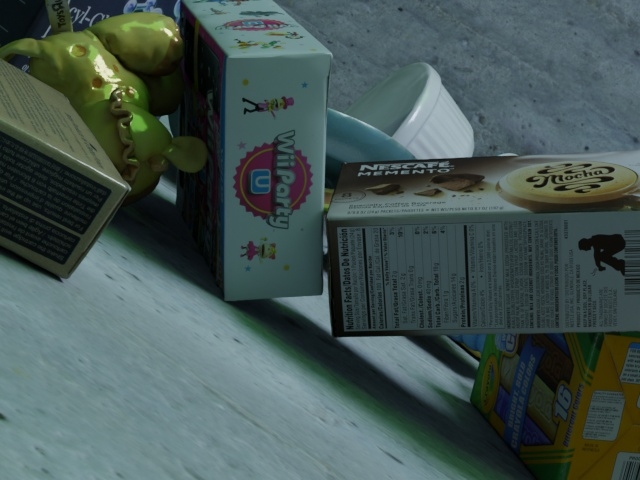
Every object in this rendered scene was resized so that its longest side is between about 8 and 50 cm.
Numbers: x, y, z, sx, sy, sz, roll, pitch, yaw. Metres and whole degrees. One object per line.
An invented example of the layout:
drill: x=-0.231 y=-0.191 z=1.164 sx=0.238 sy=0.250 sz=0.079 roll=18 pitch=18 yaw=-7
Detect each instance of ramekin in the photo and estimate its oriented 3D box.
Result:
ramekin: x=0.098 y=-0.112 z=2.116 sx=0.127 sy=0.273 sz=0.273 roll=44 pitch=4 yaw=-18

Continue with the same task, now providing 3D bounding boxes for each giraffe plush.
giraffe plush: x=-0.187 y=-0.107 z=1.357 sx=0.170 sy=0.181 sz=0.210 roll=63 pitch=2 yaw=26

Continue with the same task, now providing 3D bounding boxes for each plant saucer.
plant saucer: x=-0.033 y=-0.090 z=1.772 sx=0.318 sy=0.043 sz=0.317 roll=13 pitch=-17 yaw=4

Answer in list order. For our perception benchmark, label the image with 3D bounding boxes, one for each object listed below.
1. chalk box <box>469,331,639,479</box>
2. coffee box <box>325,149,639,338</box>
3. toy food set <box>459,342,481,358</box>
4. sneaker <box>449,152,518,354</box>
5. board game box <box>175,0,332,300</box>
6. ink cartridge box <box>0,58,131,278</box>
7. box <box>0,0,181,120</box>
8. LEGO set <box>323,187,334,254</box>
chalk box: x=0.272 y=0.120 z=1.479 sx=0.180 sy=0.179 sz=0.289 roll=7 pitch=18 yaw=-19
coffee box: x=0.160 y=0.001 z=1.342 sx=0.297 sy=0.118 sz=0.168 roll=-2 pitch=20 yaw=8
toy food set: x=0.209 y=0.102 z=1.897 sx=0.218 sy=0.071 sz=0.128 roll=39 pitch=10 yaw=39
sneaker: x=0.225 y=0.030 z=1.761 sx=0.208 sy=0.127 sz=0.319 roll=29 pitch=48 yaw=20
board game box: x=-0.071 y=-0.099 z=1.418 sx=0.098 sy=0.224 sz=0.303 roll=-3 pitch=18 yaw=-14
ink cartridge box: x=-0.266 y=-0.085 z=1.106 sx=0.193 sy=0.088 sz=0.234 roll=30 pitch=8 yaw=-29
box: x=-0.234 y=-0.326 z=1.569 sx=0.212 sy=0.395 sz=0.293 roll=36 pitch=9 yaw=23
LEGO set: x=0.000 y=0.000 z=1.731 sx=0.287 sy=0.107 sz=0.132 roll=20 pitch=-20 yaw=-41
